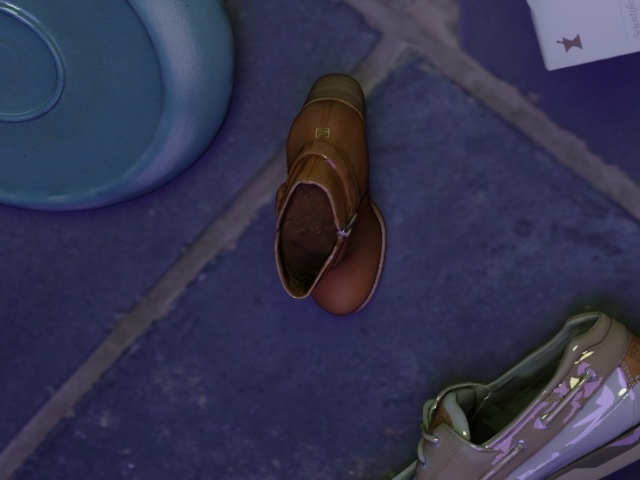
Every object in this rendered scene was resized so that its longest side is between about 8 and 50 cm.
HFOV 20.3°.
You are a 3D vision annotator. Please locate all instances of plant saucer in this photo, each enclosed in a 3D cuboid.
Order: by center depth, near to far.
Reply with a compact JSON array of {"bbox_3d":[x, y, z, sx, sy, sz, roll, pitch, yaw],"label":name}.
[{"bbox_3d":[-0.215,-0.130,1.200,0.317,0.043,0.317,9,135,9],"label":"plant saucer"}]

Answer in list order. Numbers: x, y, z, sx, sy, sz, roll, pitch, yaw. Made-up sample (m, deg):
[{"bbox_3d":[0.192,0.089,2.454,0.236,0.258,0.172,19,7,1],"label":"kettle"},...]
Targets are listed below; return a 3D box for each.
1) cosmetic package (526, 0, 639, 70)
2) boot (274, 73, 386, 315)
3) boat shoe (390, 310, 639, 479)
[{"bbox_3d":[0.159,-0.203,1.026,0.085,0.231,0.117,-11,120,15],"label":"cosmetic package"},{"bbox_3d":[0.000,0.000,1.223,0.073,0.152,0.197,-1,122,8],"label":"boot"},{"bbox_3d":[0.119,0.155,1.336,0.302,0.113,0.103,-34,111,14],"label":"boat shoe"}]
